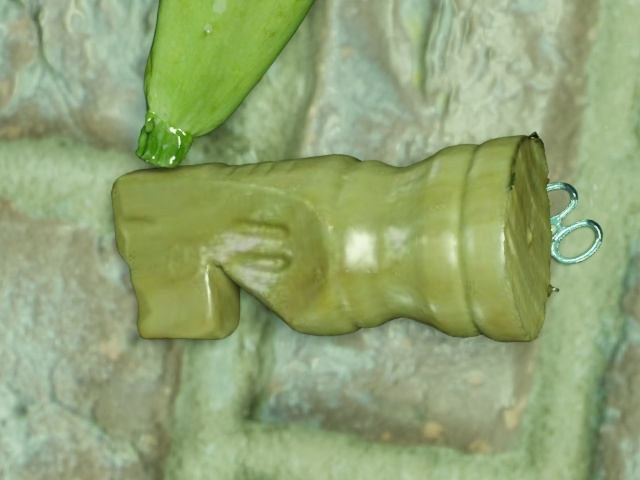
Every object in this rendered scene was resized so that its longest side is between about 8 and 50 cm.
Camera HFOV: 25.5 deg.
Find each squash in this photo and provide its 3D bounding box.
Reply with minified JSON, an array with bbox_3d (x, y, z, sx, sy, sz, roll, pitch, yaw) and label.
[{"bbox_3d":[-0.031,-0.219,0.940,0.118,0.118,0.370,22,98,7],"label":"squash"}]

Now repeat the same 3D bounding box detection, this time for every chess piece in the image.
[{"bbox_3d":[0.000,0.000,0.948,0.301,0.137,0.137,0,92,21],"label":"chess piece"}]

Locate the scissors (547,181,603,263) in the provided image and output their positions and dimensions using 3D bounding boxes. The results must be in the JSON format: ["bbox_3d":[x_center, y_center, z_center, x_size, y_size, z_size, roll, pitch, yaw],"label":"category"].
[{"bbox_3d":[0.133,0.009,0.971,0.119,0.014,0.058,-32,81,5],"label":"scissors"}]
